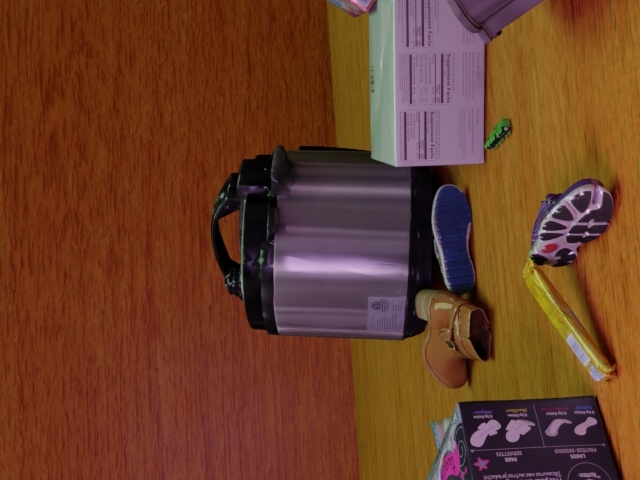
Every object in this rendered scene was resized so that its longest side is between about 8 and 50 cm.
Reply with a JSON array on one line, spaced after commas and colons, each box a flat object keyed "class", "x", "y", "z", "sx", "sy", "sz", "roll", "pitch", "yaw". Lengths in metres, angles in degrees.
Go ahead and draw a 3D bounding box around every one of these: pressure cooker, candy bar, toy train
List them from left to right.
[{"class": "pressure cooker", "x": 0.000, "y": 0.003, "z": 1.472, "sx": 0.375, "sy": 0.419, "sz": 0.370, "roll": -47, "pitch": -42, "yaw": -84}, {"class": "toy train", "x": 0.251, "y": -0.151, "z": 1.091, "sx": 0.083, "sy": 0.017, "sz": 0.024, "roll": 114, "pitch": 162, "yaw": -78}, {"class": "candy bar", "x": 0.264, "y": 0.086, "z": 0.829, "sx": 0.162, "sy": 0.018, "sz": 0.040, "roll": 60, "pitch": 164, "yaw": 30}]

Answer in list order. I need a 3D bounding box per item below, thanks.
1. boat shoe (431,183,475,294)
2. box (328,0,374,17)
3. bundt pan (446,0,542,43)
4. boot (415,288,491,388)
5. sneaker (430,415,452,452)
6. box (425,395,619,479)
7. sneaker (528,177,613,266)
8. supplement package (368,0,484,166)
[{"class": "boat shoe", "x": 0.215, "y": 0.000, "z": 1.283, "sx": 0.066, "sy": 0.066, "sz": 0.183, "roll": 132, "pitch": 135, "yaw": -84}, {"class": "box", "x": 0.081, "y": -0.539, "z": 1.261, "sx": 0.300, "sy": 0.154, "sz": 0.142, "roll": -60, "pitch": 12, "yaw": 7}, {"class": "bundt pan", "x": 0.163, "y": -0.380, "z": 0.779, "sx": 0.331, "sy": 0.124, "sz": 0.331, "roll": 39, "pitch": -141, "yaw": -42}, {"class": "boot", "x": 0.228, "y": 0.176, "z": 1.249, "sx": 0.152, "sy": 0.072, "sz": 0.197, "roll": 15, "pitch": 132, "yaw": 63}, {"class": "sneaker", "x": 0.236, "y": 0.336, "z": 1.184, "sx": 0.229, "sy": 0.092, "sz": 0.088, "roll": 62, "pitch": -165, "yaw": -54}, {"class": "box", "x": 0.221, "y": 0.299, "z": 0.884, "sx": 0.247, "sy": 0.163, "sz": 0.142, "roll": 94, "pitch": 173, "yaw": -51}, {"class": "sneaker", "x": 0.260, "y": -0.028, "z": 0.833, "sx": 0.170, "sy": 0.068, "sz": 0.071, "roll": 100, "pitch": 172, "yaw": -68}, {"class": "supplement package", "x": 0.167, "y": -0.258, "z": 1.237, "sx": 0.204, "sy": 0.145, "sz": 0.262, "roll": -124, "pitch": 32, "yaw": -78}]
